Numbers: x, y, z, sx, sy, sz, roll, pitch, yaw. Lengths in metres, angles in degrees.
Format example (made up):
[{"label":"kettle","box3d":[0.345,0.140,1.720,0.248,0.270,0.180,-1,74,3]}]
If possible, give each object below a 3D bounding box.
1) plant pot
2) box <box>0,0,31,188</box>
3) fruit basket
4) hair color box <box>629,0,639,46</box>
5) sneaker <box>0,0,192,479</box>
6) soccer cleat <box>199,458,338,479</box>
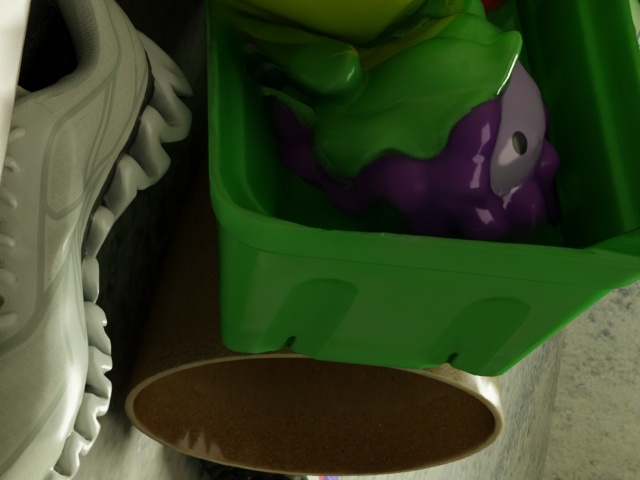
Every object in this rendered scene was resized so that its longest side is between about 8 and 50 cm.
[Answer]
[{"label":"plant pot","box3d":[0.000,0.000,1.216,0.237,0.237,0.254,73,17,-64]},{"label":"box","box3d":[-0.156,-0.194,0.516,0.191,0.143,0.381,-21,121,-74]},{"label":"fruit basket","box3d":[0.043,-0.153,0.981,0.392,0.283,0.392,-173,-90,-76]},{"label":"hair color box","box3d":[0.176,-0.282,1.357,0.347,0.105,0.174,62,-13,17]},{"label":"sneaker","box3d":[-0.144,-0.001,0.839,0.118,0.110,0.292,69,27,-54]},{"label":"soccer cleat","box3d":[-0.023,0.180,1.476,0.318,0.109,0.116,74,27,-59]}]
